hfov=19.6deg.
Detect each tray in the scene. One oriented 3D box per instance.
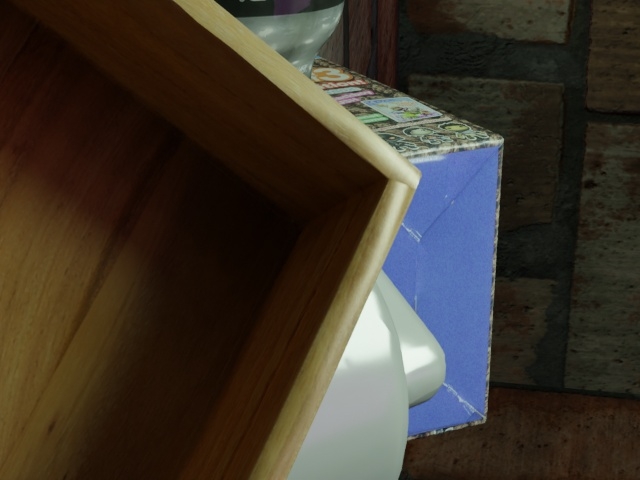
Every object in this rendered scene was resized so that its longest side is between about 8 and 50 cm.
[{"bbox_3d":[-0.130,0.081,0.561,0.076,0.203,0.411,-30,-152,50],"label":"tray"}]

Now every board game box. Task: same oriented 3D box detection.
[{"bbox_3d":[0.000,0.000,1.465,0.291,0.141,0.232,30,-56,54],"label":"board game box"}]

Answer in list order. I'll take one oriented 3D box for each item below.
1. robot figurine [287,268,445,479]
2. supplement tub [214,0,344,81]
[{"bbox_3d":[-0.102,0.081,0.816,0.353,0.200,0.300,-13,145,-48],"label":"robot figurine"},{"bbox_3d":[-0.078,-0.228,1.092,0.193,0.193,0.316,-62,154,-71],"label":"supplement tub"}]
